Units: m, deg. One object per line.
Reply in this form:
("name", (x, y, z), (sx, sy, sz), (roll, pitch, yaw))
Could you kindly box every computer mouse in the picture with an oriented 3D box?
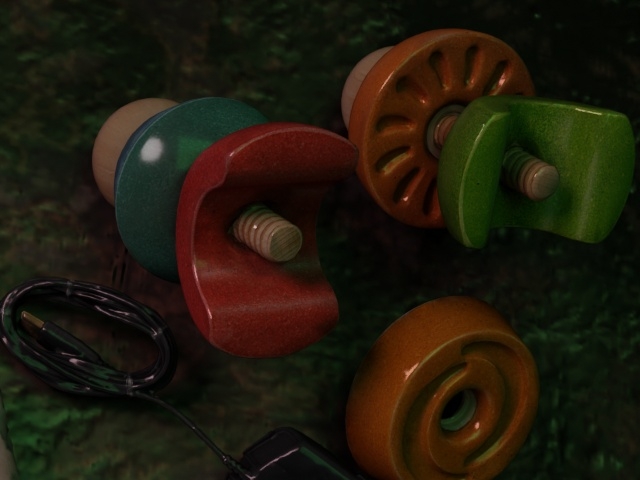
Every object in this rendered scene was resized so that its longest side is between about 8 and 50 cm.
("computer mouse", (-0.047, 0.097, 0.715), (0.242, 0.041, 0.071), (40, 89, 2))

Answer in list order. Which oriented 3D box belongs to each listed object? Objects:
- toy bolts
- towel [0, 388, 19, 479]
("toy bolts", (0.000, 0.000, 0.747), (0.228, 0.158, 0.218), (2, 108, -33))
("towel", (-0.251, 0.214, 0.566), (0.317, 0.053, 0.332), (-3, 71, -25))
